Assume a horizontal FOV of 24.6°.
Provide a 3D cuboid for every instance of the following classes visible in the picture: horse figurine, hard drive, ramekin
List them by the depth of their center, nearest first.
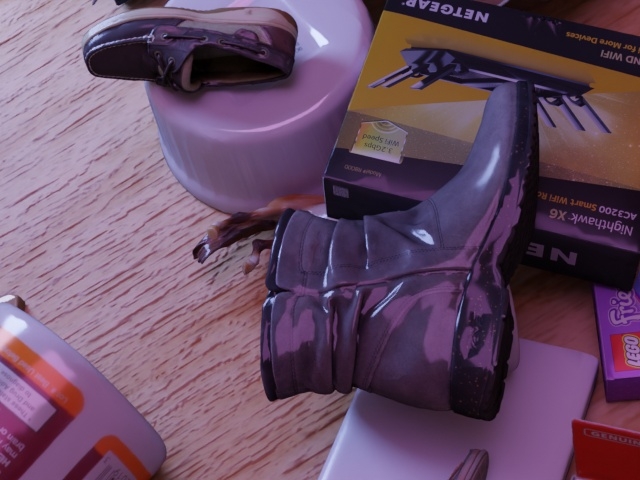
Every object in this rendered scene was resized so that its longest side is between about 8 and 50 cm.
[{"bbox_3d":[0.112,0.215,1.338,0.210,0.040,0.318,12,51,18],"label":"hard drive"},{"bbox_3d":[0.000,0.000,1.485,0.263,0.066,0.174,11,21,30],"label":"horse figurine"},{"bbox_3d":[-0.058,-0.176,1.584,0.277,0.135,0.277,-5,59,9],"label":"ramekin"}]

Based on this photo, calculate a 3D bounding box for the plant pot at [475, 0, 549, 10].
[{"bbox_3d":[0.243,-0.383,1.590,0.191,0.284,0.284,-3,53,-30],"label":"plant pot"}]

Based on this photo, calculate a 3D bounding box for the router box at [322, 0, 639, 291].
[{"bbox_3d":[0.183,-0.106,1.434,0.309,0.081,0.243,13,63,11],"label":"router box"}]

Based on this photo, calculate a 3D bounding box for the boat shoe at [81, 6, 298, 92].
[{"bbox_3d":[-0.134,-0.187,1.481,0.224,0.080,0.073,-4,55,5],"label":"boat shoe"}]

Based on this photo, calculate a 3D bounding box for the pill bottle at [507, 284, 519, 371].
[{"bbox_3d":[0.083,0.081,1.359,0.187,0.112,0.112,-10,59,-1],"label":"pill bottle"}]

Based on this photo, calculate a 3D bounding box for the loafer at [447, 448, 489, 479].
[{"bbox_3d":[0.110,0.231,1.268,0.039,0.045,0.125,9,53,24],"label":"loafer"}]

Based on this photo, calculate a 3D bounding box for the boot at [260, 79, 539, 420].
[{"bbox_3d":[0.069,-0.011,1.286,0.223,0.118,0.338,7,58,15],"label":"boot"}]

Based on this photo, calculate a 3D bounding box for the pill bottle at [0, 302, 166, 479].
[{"bbox_3d":[-0.348,0.267,1.340,0.224,0.224,0.392,34,72,27],"label":"pill bottle"}]

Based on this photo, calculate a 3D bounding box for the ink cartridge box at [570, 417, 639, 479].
[{"bbox_3d":[0.334,0.245,1.197,0.275,0.239,0.060,11,63,18],"label":"ink cartridge box"}]

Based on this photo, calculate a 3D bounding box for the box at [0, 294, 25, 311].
[{"bbox_3d":[-0.402,0.151,1.536,0.164,0.021,0.201,-3,59,10],"label":"box"}]

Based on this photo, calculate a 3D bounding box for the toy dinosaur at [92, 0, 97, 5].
[{"bbox_3d":[-0.129,-0.364,1.600,0.314,0.160,0.121,-1,38,16],"label":"toy dinosaur"}]

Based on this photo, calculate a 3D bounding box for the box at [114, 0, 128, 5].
[{"bbox_3d":[-0.201,-0.408,1.688,0.183,0.232,0.059,-25,42,-1],"label":"box"}]

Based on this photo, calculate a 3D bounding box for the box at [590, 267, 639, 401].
[{"bbox_3d":[0.362,0.007,1.435,0.201,0.057,0.293,-5,60,8],"label":"box"}]
